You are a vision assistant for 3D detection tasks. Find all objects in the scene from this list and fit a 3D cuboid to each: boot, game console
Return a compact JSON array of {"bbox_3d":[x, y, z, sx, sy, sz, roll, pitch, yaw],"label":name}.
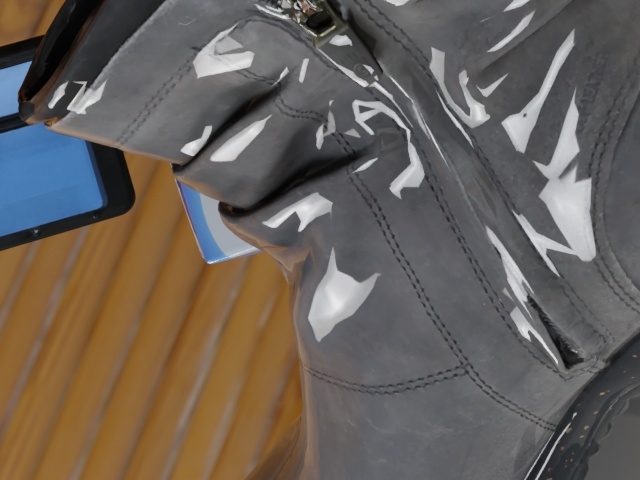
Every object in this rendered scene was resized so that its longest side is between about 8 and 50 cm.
[{"bbox_3d":[0.000,0.000,0.530,0.338,0.223,0.118,-47,-152,28],"label":"boot"},{"bbox_3d":[-0.170,-0.050,0.952,0.107,0.122,0.071,96,-25,-67],"label":"game console"}]

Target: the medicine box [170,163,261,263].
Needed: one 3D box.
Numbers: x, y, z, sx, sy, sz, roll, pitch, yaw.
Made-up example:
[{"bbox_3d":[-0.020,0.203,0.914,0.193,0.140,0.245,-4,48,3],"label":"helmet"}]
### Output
[{"bbox_3d":[0.058,-0.100,1.484,0.289,0.263,0.149,-20,-93,28],"label":"medicine box"}]
